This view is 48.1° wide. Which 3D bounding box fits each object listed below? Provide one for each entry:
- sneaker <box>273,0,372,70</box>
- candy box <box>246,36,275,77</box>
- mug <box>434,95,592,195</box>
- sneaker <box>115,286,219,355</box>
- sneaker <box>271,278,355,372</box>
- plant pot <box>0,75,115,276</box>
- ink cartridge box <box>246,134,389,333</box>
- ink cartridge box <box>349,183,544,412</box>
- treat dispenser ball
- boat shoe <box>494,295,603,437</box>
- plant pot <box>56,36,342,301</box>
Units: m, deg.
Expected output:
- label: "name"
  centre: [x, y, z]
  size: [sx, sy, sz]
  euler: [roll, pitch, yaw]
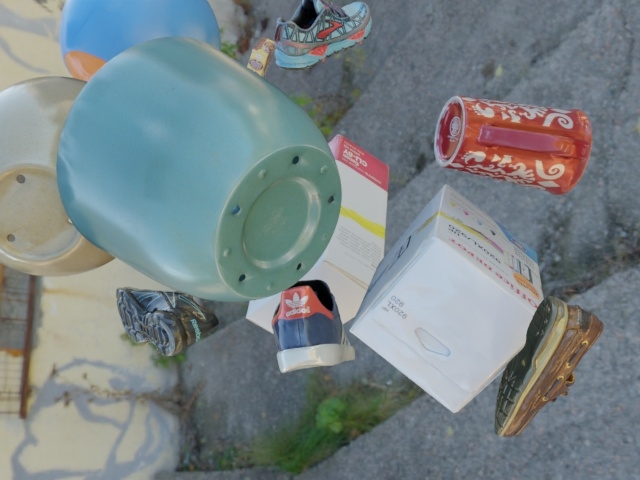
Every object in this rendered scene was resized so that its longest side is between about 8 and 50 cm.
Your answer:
- label: "sneaker"
  centre: [0.012, -0.452, 1.480]
  size: [0.104, 0.261, 0.125]
  euler: [26, 141, 36]
- label: "candy box"
  centre: [-0.190, -0.493, 2.118]
  size: [0.109, 0.053, 0.187]
  euler: [-70, 2, -54]
- label: "mug"
  centre: [0.246, -0.133, 0.902]
  size: [0.150, 0.169, 0.113]
  euler: [129, 147, -65]
- label: "sneaker"
  centre: [-0.288, 0.139, 1.311]
  size: [0.267, 0.106, 0.101]
  euler: [19, 122, 48]
- label: "sneaker"
  centre: [-0.012, 0.146, 1.253]
  size: [0.350, 0.131, 0.148]
  euler: [81, 180, -81]
- label: "plant pot"
  centre: [-0.365, -0.065, 0.963]
  size: [0.191, 0.283, 0.284]
  euler: [-111, 38, -69]
- label: "ink cartridge box"
  centre: [0.000, 0.000, 1.586]
  size: [0.279, 0.160, 0.385]
  euler: [-38, 32, 38]
- label: "ink cartridge box"
  centre: [0.171, 0.066, 0.934]
  size: [0.168, 0.171, 0.233]
  euler: [-52, 2, 24]
- label: "treat dispenser ball"
  centre: [-0.328, -0.365, 1.316]
  size: [0.288, 0.288, 0.289]
  euler: [-25, 61, 56]
- label: "boat shoe"
  centre: [0.224, 0.138, 0.718]
  size: [0.064, 0.060, 0.178]
  euler: [-74, 0, -57]
- label: "plant pot"
  centre: [-0.117, -0.063, 0.841]
  size: [0.235, 0.292, 0.293]
  euler: [31, 110, 37]
